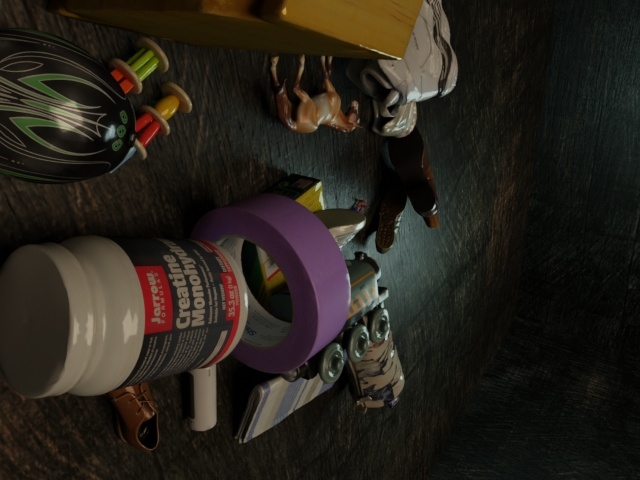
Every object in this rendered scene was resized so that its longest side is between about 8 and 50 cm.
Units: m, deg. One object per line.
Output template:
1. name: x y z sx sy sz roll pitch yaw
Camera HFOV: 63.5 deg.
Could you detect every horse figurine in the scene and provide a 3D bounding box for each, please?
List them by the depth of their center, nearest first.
1. horse figurine: -0.015 -0.270 0.984 0.263 0.066 0.175 -35 126 -48

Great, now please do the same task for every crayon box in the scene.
1. crayon box: -0.068 0.054 1.036 0.202 0.081 0.319 -41 135 -41

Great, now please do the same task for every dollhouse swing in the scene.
1. dollhouse swing: -0.073 -0.378 0.573 0.315 0.346 0.305 -13 115 -54

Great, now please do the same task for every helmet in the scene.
1. helmet: -0.294 -0.137 0.537 0.161 0.169 0.170 9 97 -75

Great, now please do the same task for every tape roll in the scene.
1. tape roll: -0.089 0.068 0.826 0.090 0.274 0.275 -29 128 -50

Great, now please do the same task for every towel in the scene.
1. towel: -0.051 0.317 1.127 0.284 0.034 0.209 -21 144 -40

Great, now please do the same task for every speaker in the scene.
1. speaker: -0.215 0.273 0.935 0.055 0.055 0.136 -24 124 -51

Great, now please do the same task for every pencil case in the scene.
1. pencil case: 0.115 0.291 1.358 0.411 0.159 0.184 70 36 -45

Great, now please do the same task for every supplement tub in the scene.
1. supplement tub: -0.245 0.090 0.675 0.272 0.191 0.191 2 103 -58

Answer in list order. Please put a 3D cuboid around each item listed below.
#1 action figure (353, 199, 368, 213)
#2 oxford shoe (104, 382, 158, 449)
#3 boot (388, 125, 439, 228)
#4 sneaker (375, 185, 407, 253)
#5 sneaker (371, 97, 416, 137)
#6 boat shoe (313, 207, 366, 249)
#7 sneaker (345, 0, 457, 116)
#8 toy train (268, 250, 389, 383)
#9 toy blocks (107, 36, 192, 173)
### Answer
1. action figure: 0.083 -0.046 1.276 0.115 0.030 0.038 -59 151 -18
2. oxford shoe: -0.285 0.234 0.792 0.076 0.076 0.213 -36 131 -42
3. boot: 0.274 -0.176 1.424 0.264 0.096 0.280 67 13 11
4. sneaker: 0.186 -0.050 1.411 0.086 0.064 0.192 90 17 -67
5. sneaker: 0.179 -0.369 1.213 0.121 0.099 0.263 -20 120 -47
6. boat shoe: 0.000 0.001 0.979 0.227 0.079 0.081 -24 133 -44
7. sneaker: 0.146 -0.441 1.061 0.210 0.137 0.366 -34 113 -26
8. toy train: 0.028 0.145 1.033 0.333 0.142 0.191 -26 116 -50
9. toy blocks: -0.249 -0.171 0.676 0.148 0.054 0.123 -56 145 -26
